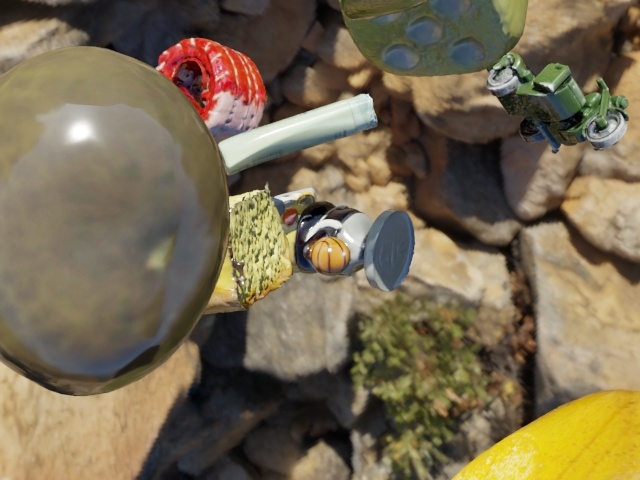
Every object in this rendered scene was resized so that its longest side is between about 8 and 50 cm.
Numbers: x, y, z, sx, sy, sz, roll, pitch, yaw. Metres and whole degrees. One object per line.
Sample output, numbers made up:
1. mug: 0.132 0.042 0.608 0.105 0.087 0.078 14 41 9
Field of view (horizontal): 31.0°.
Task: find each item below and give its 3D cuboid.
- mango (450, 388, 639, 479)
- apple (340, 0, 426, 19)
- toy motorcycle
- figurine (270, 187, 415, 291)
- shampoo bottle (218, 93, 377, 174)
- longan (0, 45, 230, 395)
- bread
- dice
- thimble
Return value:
1. mango: 0.137 0.175 0.672 0.217 0.141 0.102 -49 115 -17
2. apple: 0.111 -0.331 1.277 0.120 0.265 0.193 24 128 10
3. toy motorcycle: 0.432 -0.262 2.123 0.127 0.275 0.205 -53 123 -20
4. figurine: 0.000 0.000 1.673 0.176 0.236 0.133 -12 110 -54
5. shampoo bottle: -0.030 -0.141 1.531 0.212 0.072 0.049 -19 83 -5
6. longan: -0.147 -0.012 0.722 0.198 0.198 0.213 -12 93 -14
7. bread: -0.126 0.014 1.379 0.134 0.260 0.129 -12 97 11
8. dice: 0.160 -0.387 1.625 0.233 0.238 0.227 -2 145 20
9. thimble: -0.188 -0.251 1.976 0.163 0.190 0.125 -47 150 20
